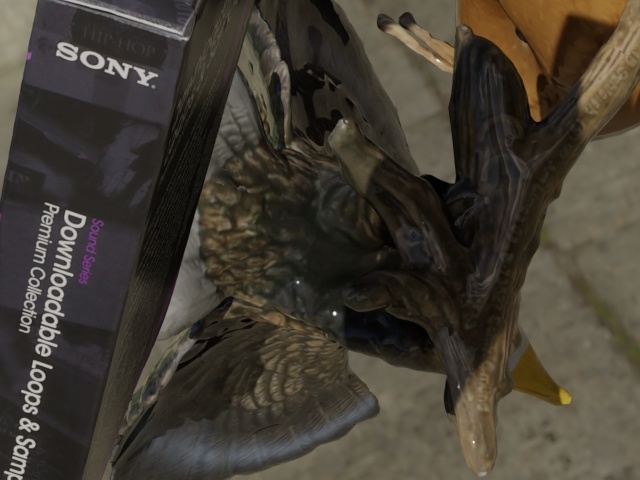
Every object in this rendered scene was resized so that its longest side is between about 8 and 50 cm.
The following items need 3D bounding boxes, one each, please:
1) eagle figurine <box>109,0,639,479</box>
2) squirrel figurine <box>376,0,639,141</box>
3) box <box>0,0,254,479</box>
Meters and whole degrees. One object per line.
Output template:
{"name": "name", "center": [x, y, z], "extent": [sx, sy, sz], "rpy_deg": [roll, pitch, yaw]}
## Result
{"name": "eagle figurine", "center": [0.006, 0.009, 0.818], "extent": [0.226, 0.225, 0.298], "rpy_deg": [-28, 14, -19]}
{"name": "squirrel figurine", "center": [0.131, -0.251, 0.894], "extent": [0.397, 0.281, 0.370], "rpy_deg": [-51, 39, 35]}
{"name": "box", "center": [-0.041, -0.010, 0.397], "extent": [0.029, 0.162, 0.116], "rpy_deg": [19, 38, -2]}
